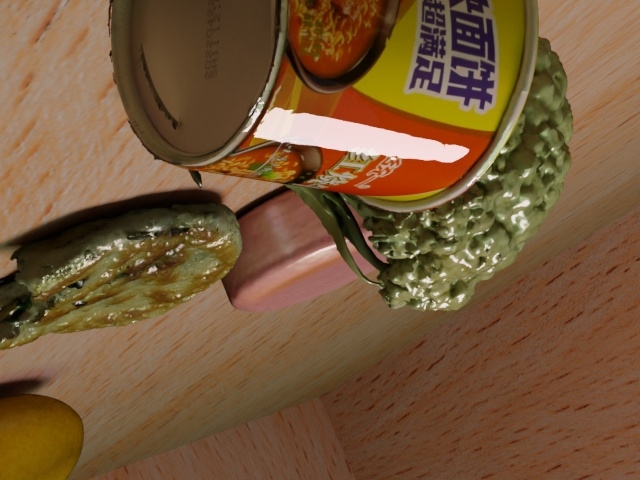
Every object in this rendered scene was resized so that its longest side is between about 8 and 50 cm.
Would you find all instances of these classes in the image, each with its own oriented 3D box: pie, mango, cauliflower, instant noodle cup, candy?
[{"bbox_3d":[-0.218,0.038,1.251,0.302,0.067,0.302,-23,166,-6],"label":"pie"},{"bbox_3d":[-0.528,0.353,1.647,0.445,0.220,0.301,-23,166,-22],"label":"mango"},{"bbox_3d":[0.061,-0.097,0.931,0.260,0.281,0.327,-42,158,-45],"label":"cauliflower"},{"bbox_3d":[-0.010,-0.120,0.695,0.174,0.213,0.213,-2,156,-41],"label":"instant noodle cup"},{"bbox_3d":[0.000,0.000,1.426,0.255,0.094,0.255,-23,168,-5],"label":"candy"}]
